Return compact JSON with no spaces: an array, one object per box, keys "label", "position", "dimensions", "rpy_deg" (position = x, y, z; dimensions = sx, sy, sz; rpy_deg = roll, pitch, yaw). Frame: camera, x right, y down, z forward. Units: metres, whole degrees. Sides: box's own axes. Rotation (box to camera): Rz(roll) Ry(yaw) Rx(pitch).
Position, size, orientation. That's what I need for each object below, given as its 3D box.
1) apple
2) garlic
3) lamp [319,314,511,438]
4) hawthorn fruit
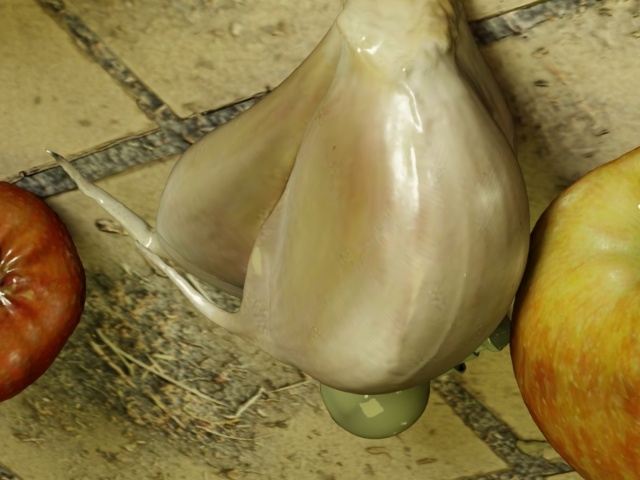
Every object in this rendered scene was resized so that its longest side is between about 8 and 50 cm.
[{"label":"apple","position":[0.265,0.051,1.297],"dimensions":[0.250,0.277,0.309],"rpy_deg":[31,128,-19]},{"label":"garlic","position":[0.000,0.000,1.344],"dimensions":[0.340,0.231,0.246],"rpy_deg":[-26,132,33]},{"label":"lamp","position":[0.080,0.097,1.583],"dimensions":[0.163,0.091,0.091],"rpy_deg":[-26,132,19]},{"label":"hawthorn fruit","position":[-0.278,0.048,1.541],"dimensions":[0.179,0.179,0.200],"rpy_deg":[20,160,-10]}]
